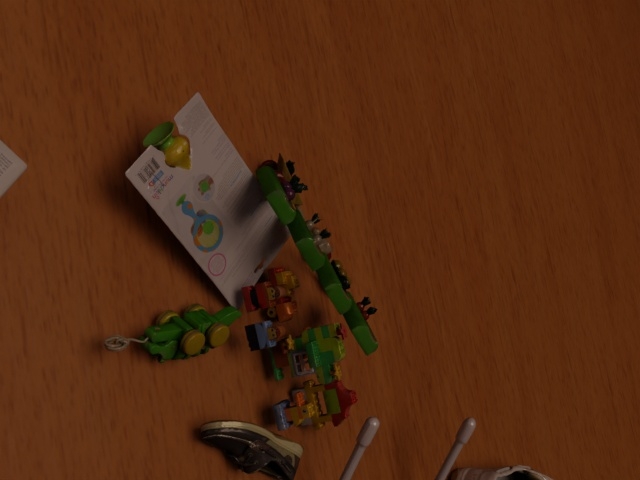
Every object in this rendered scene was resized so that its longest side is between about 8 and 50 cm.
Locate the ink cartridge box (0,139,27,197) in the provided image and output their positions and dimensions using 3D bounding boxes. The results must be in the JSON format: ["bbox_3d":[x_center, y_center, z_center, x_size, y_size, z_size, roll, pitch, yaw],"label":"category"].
[{"bbox_3d":[-0.383,-0.040,0.708,0.148,0.085,0.203,48,48,-23],"label":"ink cartridge box"}]

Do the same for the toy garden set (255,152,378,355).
[{"bbox_3d":[0.000,0.000,1.049,0.244,0.049,0.204,58,2,-23],"label":"toy garden set"}]

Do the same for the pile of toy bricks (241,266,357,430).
[{"bbox_3d":[-0.013,0.131,1.003,0.118,0.105,0.213,-5,81,-69],"label":"pile of toy bricks"}]

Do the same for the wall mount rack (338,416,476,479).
[{"bbox_3d":[0.102,0.385,1.039,0.350,0.130,0.304,13,67,-44],"label":"wall mount rack"}]

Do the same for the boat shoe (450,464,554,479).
[{"bbox_3d":[0.321,0.405,1.287,0.277,0.096,0.098,17,63,-43],"label":"boat shoe"}]

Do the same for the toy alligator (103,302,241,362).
[{"bbox_3d":[-0.165,0.114,0.915,0.189,0.056,0.051,-12,126,-48],"label":"toy alligator"}]

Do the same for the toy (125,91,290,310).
[{"bbox_3d":[-0.137,-0.043,0.980,0.137,0.056,0.237,-56,135,-28],"label":"toy"}]

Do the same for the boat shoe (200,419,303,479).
[{"bbox_3d":[-0.077,0.247,0.953,0.152,0.056,0.049,28,52,-38],"label":"boat shoe"}]
